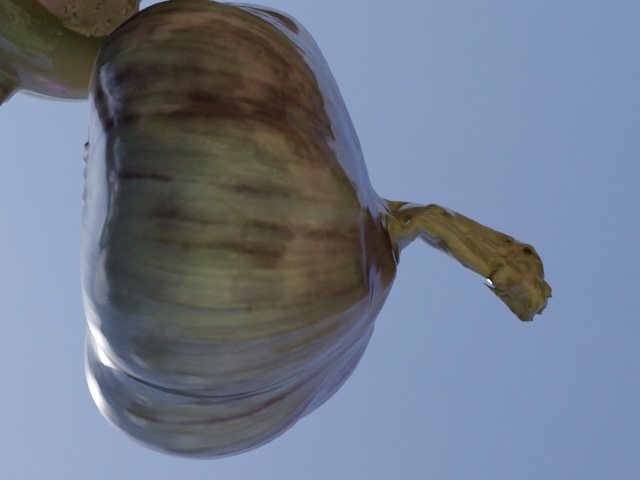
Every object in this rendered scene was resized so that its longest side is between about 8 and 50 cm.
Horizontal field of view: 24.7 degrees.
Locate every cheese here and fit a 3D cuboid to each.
[{"bbox_3d":[-0.162,-0.127,0.790,0.163,0.082,0.286,37,-117,-16],"label":"cheese"}]

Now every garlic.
[{"bbox_3d":[0.000,0.000,0.775,0.253,0.245,0.245,7,-137,1],"label":"garlic"}]
